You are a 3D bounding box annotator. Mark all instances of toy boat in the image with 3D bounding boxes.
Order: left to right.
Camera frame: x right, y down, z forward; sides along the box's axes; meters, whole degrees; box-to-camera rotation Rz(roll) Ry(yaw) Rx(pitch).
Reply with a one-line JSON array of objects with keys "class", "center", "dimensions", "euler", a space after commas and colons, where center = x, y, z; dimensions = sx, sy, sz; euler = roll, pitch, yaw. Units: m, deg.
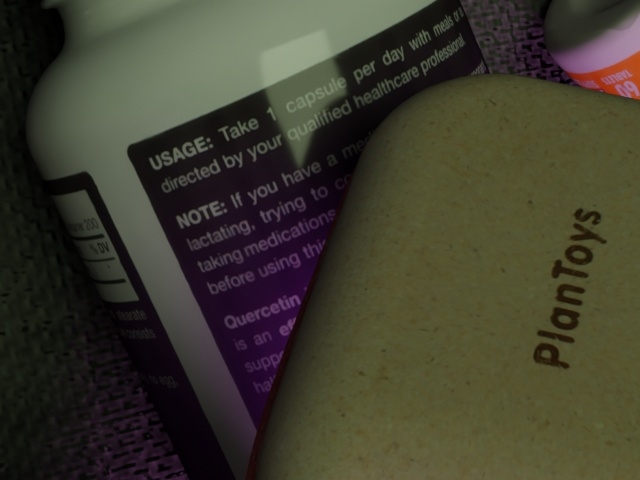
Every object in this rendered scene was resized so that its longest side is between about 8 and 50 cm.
[{"class": "toy boat", "center": [0.063, 0.068, 0.472], "dimensions": [0.151, 0.151, 0.231], "euler": [13, 51, 9]}]

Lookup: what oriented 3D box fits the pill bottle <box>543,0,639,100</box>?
[{"class": "pill bottle", "center": [0.227, -0.069, 0.769], "dimensions": [0.221, 0.121, 0.121], "euler": [42, 71, -21]}]

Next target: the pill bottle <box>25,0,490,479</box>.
[{"class": "pill bottle", "center": [0.000, 0.000, 0.612], "dimensions": [0.181, 0.181, 0.322], "euler": [-29, 102, -26]}]
